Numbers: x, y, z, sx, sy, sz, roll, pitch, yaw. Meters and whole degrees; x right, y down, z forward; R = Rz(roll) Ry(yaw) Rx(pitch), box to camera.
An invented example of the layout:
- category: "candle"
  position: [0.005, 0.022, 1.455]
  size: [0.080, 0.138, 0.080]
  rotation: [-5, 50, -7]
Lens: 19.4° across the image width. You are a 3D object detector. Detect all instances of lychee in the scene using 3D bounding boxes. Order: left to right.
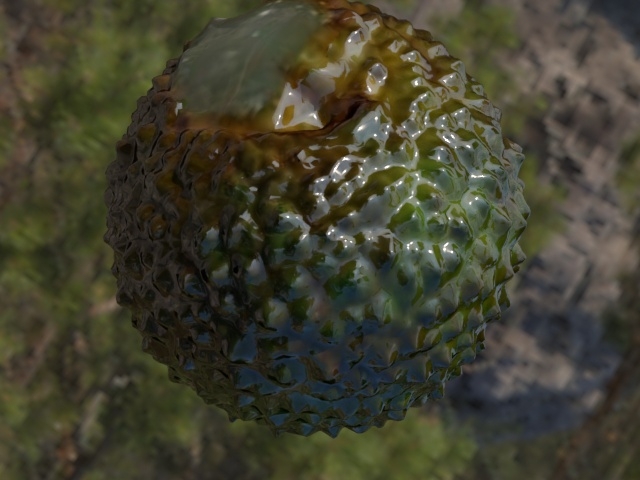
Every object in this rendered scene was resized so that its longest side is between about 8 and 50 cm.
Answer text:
- category: "lychee"
  position: [0.000, 0.000, 0.684]
  size: [0.171, 0.171, 0.171]
  rotation: [-50, 160, -26]
